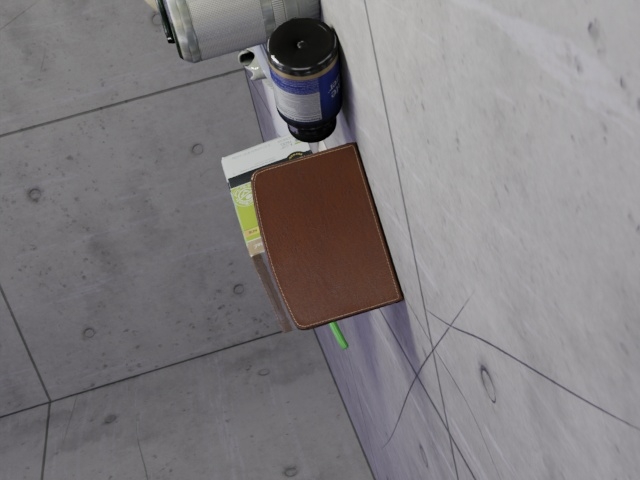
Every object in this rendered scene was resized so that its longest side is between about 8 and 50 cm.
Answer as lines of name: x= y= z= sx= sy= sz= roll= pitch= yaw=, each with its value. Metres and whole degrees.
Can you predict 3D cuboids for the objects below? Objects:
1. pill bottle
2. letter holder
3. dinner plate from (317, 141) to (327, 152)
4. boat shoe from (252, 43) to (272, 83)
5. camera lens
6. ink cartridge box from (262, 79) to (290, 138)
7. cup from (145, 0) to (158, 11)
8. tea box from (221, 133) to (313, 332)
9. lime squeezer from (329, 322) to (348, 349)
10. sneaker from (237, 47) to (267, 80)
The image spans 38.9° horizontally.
pill bottle: x=-0.024 y=-0.274 z=1.597 sx=0.219 sy=0.123 sz=0.123 roll=82 pitch=170 yaw=-59
letter holder: x=0.000 y=0.000 z=1.688 sx=0.152 sy=0.214 sz=0.302 roll=134 pitch=119 yaw=-84
dinner plate: x=0.013 y=-0.168 z=2.112 sx=0.141 sy=0.017 sz=0.141 roll=164 pitch=90 yaw=-83
boat shoe: x=-0.081 y=-0.410 z=1.832 sx=0.302 sy=0.094 sz=0.109 roll=56 pitch=-136 yaw=-34
camera lens: x=-0.159 y=-0.452 z=1.624 sx=0.219 sy=0.274 sz=0.219 roll=163 pitch=90 yaw=-85
ink cartridge box: x=-0.103 y=-0.346 z=2.569 sx=0.232 sy=0.066 sz=0.189 roll=-108 pitch=4 yaw=-62
cup: x=-0.302 y=-0.746 z=2.271 sx=0.237 sy=0.331 sz=0.331 roll=-44 pitch=59 yaw=54
tea box: x=-0.064 y=-0.018 z=2.167 sx=0.329 sy=0.220 sz=0.323 roll=72 pitch=177 yaw=-50
lime squeezer: x=0.009 y=0.063 z=1.809 sx=0.110 sy=0.059 sz=0.310 roll=27 pitch=-127 yaw=-38
sneaker: x=-0.161 y=-0.500 z=2.323 sx=0.262 sy=0.121 sz=0.099 roll=-112 pitch=9 yaw=-48
